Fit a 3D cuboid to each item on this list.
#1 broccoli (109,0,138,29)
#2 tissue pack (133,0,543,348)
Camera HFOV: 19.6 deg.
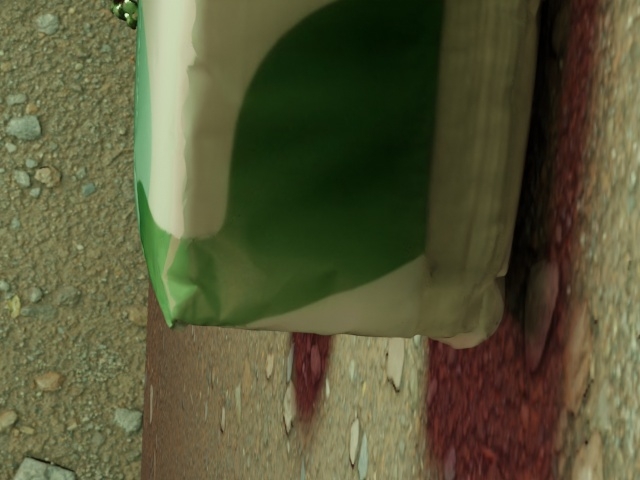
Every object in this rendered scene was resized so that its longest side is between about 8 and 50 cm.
[{"bbox_3d":[-0.082,-0.282,1.550,0.248,0.245,0.288,13,128,38],"label":"broccoli"},{"bbox_3d":[0.003,-0.140,0.958,0.266,0.193,0.356,-129,43,-77],"label":"tissue pack"}]
